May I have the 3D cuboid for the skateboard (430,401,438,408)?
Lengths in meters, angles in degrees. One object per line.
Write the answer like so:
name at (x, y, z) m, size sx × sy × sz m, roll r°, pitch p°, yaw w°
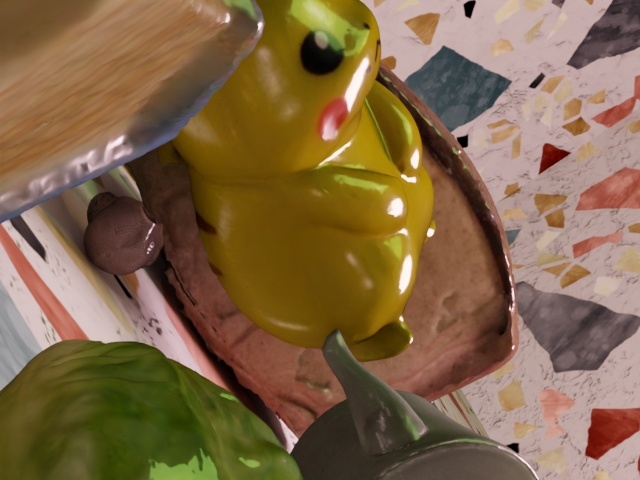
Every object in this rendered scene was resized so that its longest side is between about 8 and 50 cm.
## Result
skateboard at (0.088, 0.197, 1.807) m, size 0.067 × 0.080 × 0.151 m, roll 50°, pitch 3°, yaw -7°

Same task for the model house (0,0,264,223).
model house at (-0.110, -0.235, 0.778) m, size 0.335 × 0.382 × 0.342 m, roll 59°, pitch 10°, yaw 4°

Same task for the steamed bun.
steamed bun at (0.000, 0.000, 1.366) m, size 0.301 × 0.251 × 0.199 m, roll 59°, pitch -7°, yaw -5°

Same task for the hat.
hat at (-0.134, 0.003, 1.115) m, size 0.087 × 0.042 × 0.058 m, roll -11°, pitch -66°, yaw 57°

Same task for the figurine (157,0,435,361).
figurine at (-0.028, -0.081, 1.148) m, size 0.218 × 0.169 × 0.327 m, roll -77°, pitch 155°, yaw -52°

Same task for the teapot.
teapot at (0.043, 0.176, 1.151) m, size 0.149 × 0.162 × 0.239 m, roll 42°, pitch -29°, yaw 54°

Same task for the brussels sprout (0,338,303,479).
brussels sprout at (-0.062, 0.103, 0.612) m, size 0.155 × 0.117 × 0.155 m, roll 55°, pitch 15°, yaw -22°
